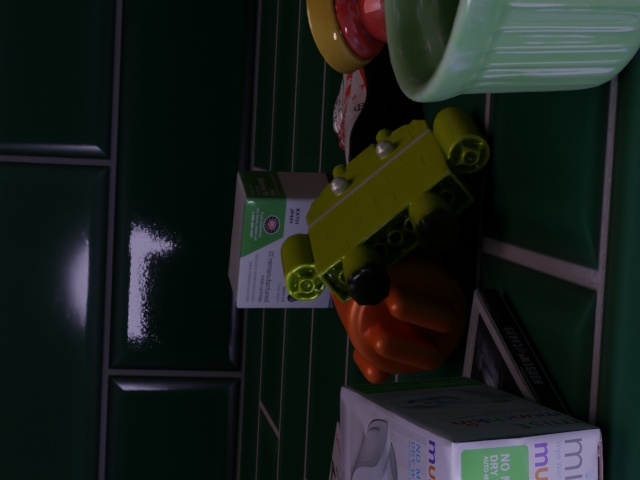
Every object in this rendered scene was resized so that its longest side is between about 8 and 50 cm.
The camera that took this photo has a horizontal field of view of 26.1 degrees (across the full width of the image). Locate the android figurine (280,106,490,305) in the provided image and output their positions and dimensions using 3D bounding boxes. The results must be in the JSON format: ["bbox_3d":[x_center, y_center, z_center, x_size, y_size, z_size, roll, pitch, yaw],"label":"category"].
[{"bbox_3d":[0.063,-0.038,1.399,0.248,0.056,0.273,-38,23,13],"label":"android figurine"}]

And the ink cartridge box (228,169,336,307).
[{"bbox_3d":[0.000,0.000,1.683,0.087,0.208,0.153,-113,25,-61],"label":"ink cartridge box"}]

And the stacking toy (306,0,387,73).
[{"bbox_3d":[0.055,-0.382,1.585,0.309,0.130,0.279,63,-147,-25],"label":"stacking toy"}]

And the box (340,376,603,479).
[{"bbox_3d":[0.113,0.254,1.069,0.231,0.126,0.262,-165,74,-71],"label":"box"}]

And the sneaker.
[{"bbox_3d":[0.067,-0.125,1.678,0.145,0.090,0.270,101,169,-56],"label":"sneaker"}]

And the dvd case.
[{"bbox_3d":[0.162,0.174,1.203,0.239,0.029,0.179,-107,20,-64],"label":"dvd case"}]

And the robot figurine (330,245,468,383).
[{"bbox_3d":[0.080,0.057,1.438,0.219,0.128,0.158,-117,8,-69],"label":"robot figurine"}]

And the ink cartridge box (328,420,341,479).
[{"bbox_3d":[0.048,0.317,1.752,0.109,0.063,0.151,-106,20,-62],"label":"ink cartridge box"}]

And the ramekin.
[{"bbox_3d":[0.148,-0.250,1.016,0.303,0.148,0.304,-178,90,-81],"label":"ramekin"}]
